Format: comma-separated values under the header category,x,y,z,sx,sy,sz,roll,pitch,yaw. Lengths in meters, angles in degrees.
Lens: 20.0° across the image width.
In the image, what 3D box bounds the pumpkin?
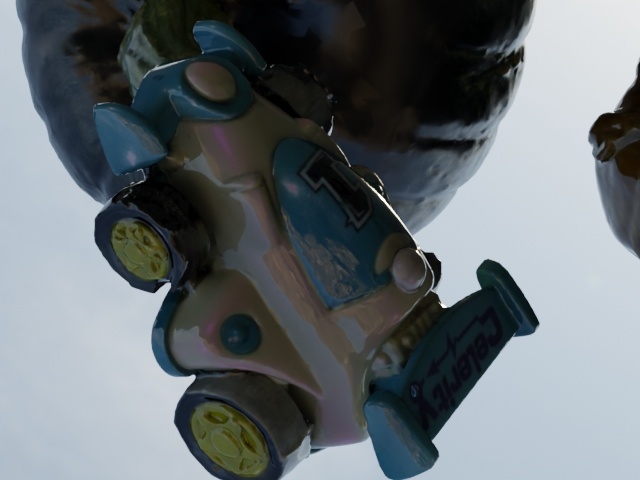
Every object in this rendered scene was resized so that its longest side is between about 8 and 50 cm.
category,x,y,z,sx,sy,sz,roll,pitch,yaw
pumpkin,-0.045,-0.117,0.982,0.295,0.296,0.296,25,-150,-15

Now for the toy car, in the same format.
category,x,y,z,sx,sy,sz,roll,pitch,yaw
toy car,0.000,0.000,0.651,0.126,0.098,0.161,-45,-60,-43

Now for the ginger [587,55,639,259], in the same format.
category,x,y,z,sx,sy,sz,roll,pitch,yaw
ginger,0.287,-0.046,0.981,0.274,0.152,0.357,-13,-148,2
